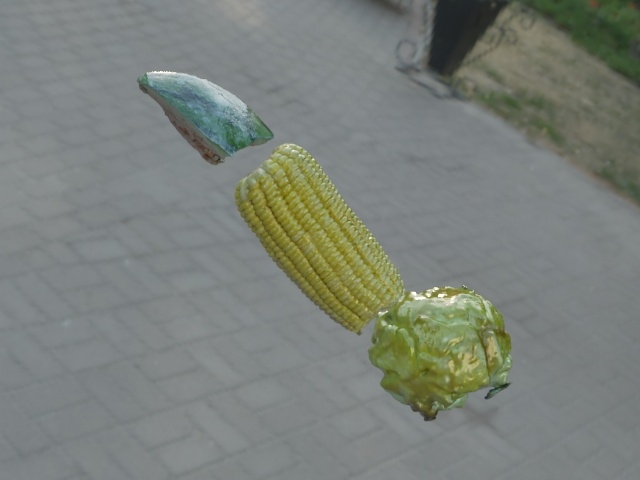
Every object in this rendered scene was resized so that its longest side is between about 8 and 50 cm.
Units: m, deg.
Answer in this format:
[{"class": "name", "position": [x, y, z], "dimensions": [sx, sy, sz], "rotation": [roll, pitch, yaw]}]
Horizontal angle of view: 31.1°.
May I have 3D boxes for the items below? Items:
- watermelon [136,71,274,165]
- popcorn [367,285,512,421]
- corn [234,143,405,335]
[{"class": "watermelon", "position": [-0.133, -0.132, 1.271], "dimensions": [0.155, 0.080, 0.101], "rotation": [50, 21, -21]}, {"class": "popcorn", "position": [0.155, 0.152, 1.508], "dimensions": [0.197, 0.213, 0.198], "rotation": [14, 34, -10]}, {"class": "corn", "position": [0.000, 0.000, 0.964], "dimensions": [0.165, 0.085, 0.063], "rotation": [49, 8, -3]}]
